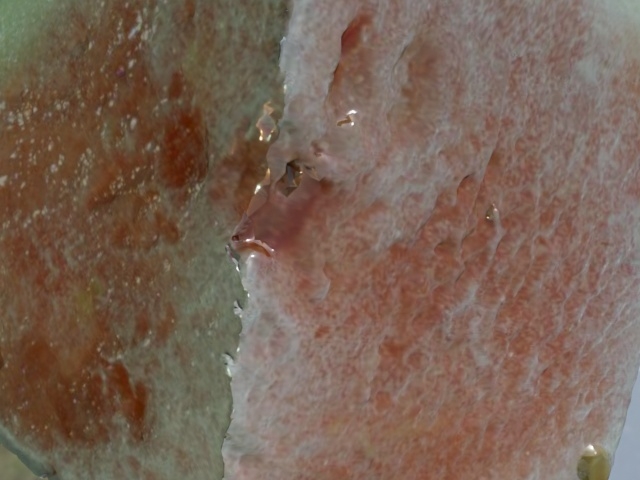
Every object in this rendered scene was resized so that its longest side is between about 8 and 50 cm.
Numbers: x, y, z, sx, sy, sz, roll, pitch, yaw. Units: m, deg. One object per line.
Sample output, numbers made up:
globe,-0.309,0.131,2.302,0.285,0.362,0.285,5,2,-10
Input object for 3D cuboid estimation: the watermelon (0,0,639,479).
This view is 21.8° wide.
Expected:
watermelon,0.000,0.000,0.504,0.261,0.213,0.201,-44,-132,35
